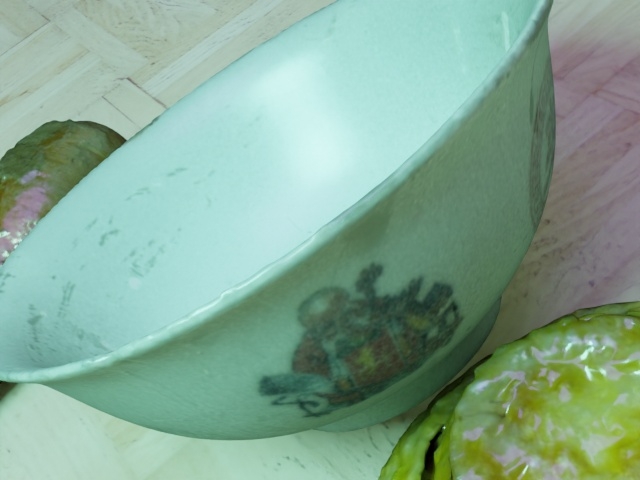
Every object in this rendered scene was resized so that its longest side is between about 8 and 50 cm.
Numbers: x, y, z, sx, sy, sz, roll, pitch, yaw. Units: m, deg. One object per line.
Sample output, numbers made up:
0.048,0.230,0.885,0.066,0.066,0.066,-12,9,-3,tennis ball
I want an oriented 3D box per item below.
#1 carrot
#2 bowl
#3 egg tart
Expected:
-0.269,0.024,0.809,0.139,0.138,0.301,13,65,34,carrot
0.000,0.000,0.610,0.435,0.196,0.434,-29,23,13,bowl
0.158,0.137,0.496,0.294,0.123,0.294,-15,46,16,egg tart
